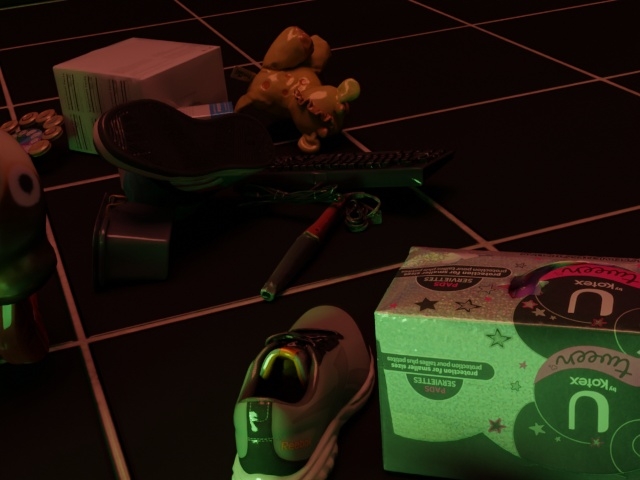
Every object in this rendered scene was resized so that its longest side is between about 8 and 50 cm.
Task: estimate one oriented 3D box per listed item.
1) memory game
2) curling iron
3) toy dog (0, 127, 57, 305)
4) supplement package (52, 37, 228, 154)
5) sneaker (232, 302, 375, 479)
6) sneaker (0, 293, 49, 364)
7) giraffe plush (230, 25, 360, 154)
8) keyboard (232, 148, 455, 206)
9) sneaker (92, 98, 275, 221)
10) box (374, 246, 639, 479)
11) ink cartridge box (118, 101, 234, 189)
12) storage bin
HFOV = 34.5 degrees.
[{"bbox_3d":[-0.500,-0.156,1.677,0.186,0.012,0.186,-16,36,12],"label":"memory game"},{"bbox_3d":[0.000,0.000,1.285,0.068,0.035,0.274,9,28,28],"label":"curling iron"},{"bbox_3d":[-0.458,0.024,0.981,0.407,0.395,0.285,-28,64,-14],"label":"toy dog"},{"bbox_3d":[-0.292,-0.235,1.709,0.203,0.149,0.194,12,31,33],"label":"supplement package"},{"bbox_3d":[-0.011,0.122,0.945,0.100,0.108,0.271,-1,24,14],"label":"sneaker"},{"bbox_3d":[-0.376,0.094,1.135,0.128,0.087,0.221,-23,22,-8],"label":"sneaker"},{"bbox_3d":[-0.020,-0.230,1.663,0.170,0.181,0.210,35,31,24],"label":"giraffe plush"},{"bbox_3d":[0.009,-0.092,1.432,0.317,0.033,0.201,-1,23,33],"label":"keyboard"},{"bbox_3d":[-0.216,-0.101,1.359,0.178,0.124,0.295,-29,-17,34],"label":"sneaker"},{"bbox_3d":[0.182,0.106,0.870,0.247,0.163,0.142,3,25,18],"label":"box"},{"bbox_3d":[-0.215,-0.142,1.547,0.181,0.104,0.061,-8,25,-6],"label":"ink cartridge box"},{"bbox_3d":[-0.230,-0.005,1.287,0.091,0.098,0.135,3,24,-6],"label":"storage bin"}]
